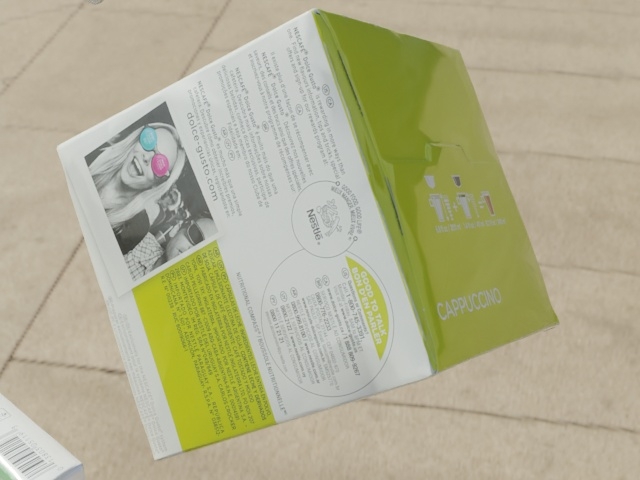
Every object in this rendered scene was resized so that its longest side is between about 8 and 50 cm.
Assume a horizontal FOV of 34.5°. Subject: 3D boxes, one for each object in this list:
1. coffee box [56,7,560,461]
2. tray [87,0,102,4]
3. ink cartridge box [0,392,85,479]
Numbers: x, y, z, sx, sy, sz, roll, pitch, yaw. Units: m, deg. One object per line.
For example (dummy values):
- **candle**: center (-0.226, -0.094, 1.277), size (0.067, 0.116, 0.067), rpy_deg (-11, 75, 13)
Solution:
- **coffee box**: center (0.000, 0.000, 1.076), size (0.334, 0.338, 0.337), rpy_deg (-22, -8, 29)
- **tray**: center (-0.097, -0.288, 0.615), size (0.030, 0.145, 0.270), rpy_deg (22, 72, 51)
- **ink cartridge box**: center (-0.259, 0.243, 0.883), size (0.181, 0.225, 0.056), rpy_deg (26, 37, 38)
